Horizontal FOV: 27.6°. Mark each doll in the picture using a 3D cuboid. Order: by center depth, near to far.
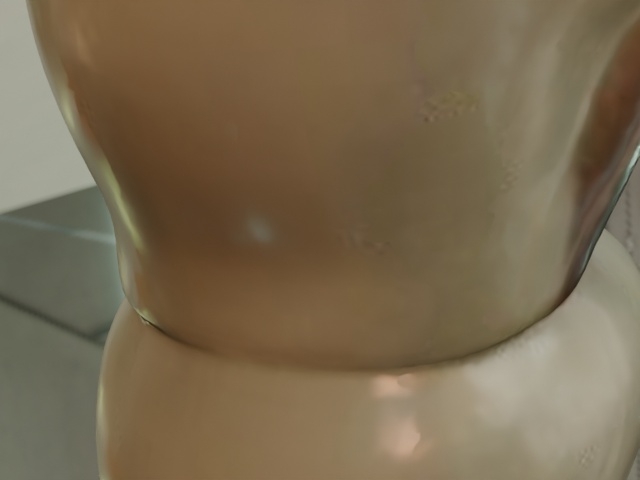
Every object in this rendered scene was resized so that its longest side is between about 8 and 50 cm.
[{"bbox_3d":[0.014,-0.025,0.443,0.215,0.226,0.371,14,-55,33],"label":"doll"}]
